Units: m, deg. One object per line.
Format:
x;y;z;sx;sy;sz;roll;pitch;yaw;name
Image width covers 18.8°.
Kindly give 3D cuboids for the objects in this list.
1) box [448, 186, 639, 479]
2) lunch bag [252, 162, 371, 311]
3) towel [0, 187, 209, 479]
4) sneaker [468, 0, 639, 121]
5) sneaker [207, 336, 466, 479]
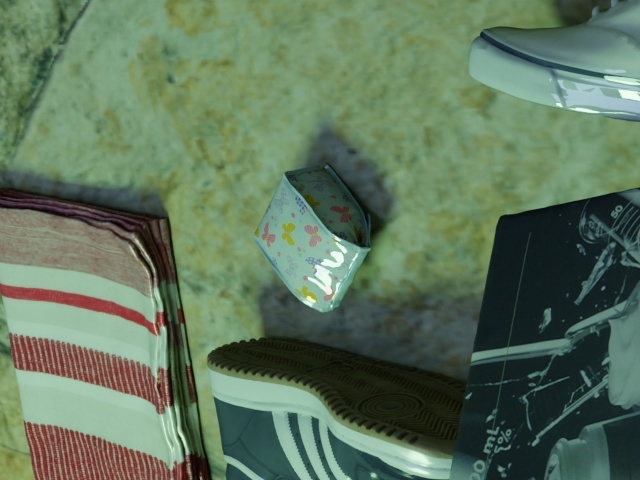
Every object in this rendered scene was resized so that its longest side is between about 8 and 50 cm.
0.225;0.150;0.960;0.312;0.179;0.343;-14;57;50;box
0.000;0.000;1.363;0.083;0.053;0.071;54;136;30;lunch bag
-0.191;0.125;1.640;0.237;0.037;0.329;9;114;46;towel
0.197;-0.110;1.086;0.258;0.094;0.091;12;98;39;sneaker
0.023;0.169;1.375;0.282;0.099;0.153;14;112;51;sneaker
